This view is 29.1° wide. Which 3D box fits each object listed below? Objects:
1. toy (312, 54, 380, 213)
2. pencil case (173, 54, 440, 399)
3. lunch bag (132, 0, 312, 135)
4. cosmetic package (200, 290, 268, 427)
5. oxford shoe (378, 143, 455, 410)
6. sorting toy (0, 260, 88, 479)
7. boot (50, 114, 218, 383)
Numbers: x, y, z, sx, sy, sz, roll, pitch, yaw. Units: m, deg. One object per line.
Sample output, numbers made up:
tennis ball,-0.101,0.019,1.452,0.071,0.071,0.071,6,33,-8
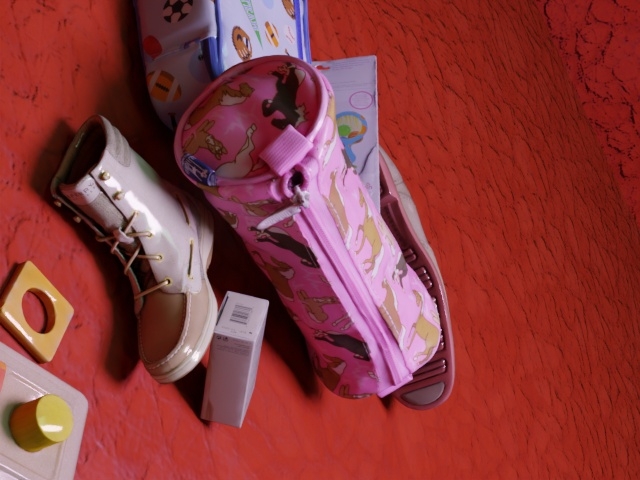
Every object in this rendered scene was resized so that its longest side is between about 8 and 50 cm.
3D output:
toy,0.000,-0.104,1.409,0.056,0.136,0.237,79,10,-52
pencil case,0.000,0.000,1.215,0.386,0.160,0.167,61,40,-47
lunch bag,-0.090,-0.226,1.325,0.243,0.115,0.303,35,45,-52
cosmetic package,-0.079,0.110,1.130,0.060,0.041,0.115,-73,176,-53
oxford shoe,0.096,0.029,1.488,0.130,0.123,0.348,-4,77,-67
sorting toy,-0.235,0.147,0.882,0.196,0.047,0.348,45,36,-39
boot,-0.163,0.006,1.073,0.165,0.077,0.213,47,28,-39
